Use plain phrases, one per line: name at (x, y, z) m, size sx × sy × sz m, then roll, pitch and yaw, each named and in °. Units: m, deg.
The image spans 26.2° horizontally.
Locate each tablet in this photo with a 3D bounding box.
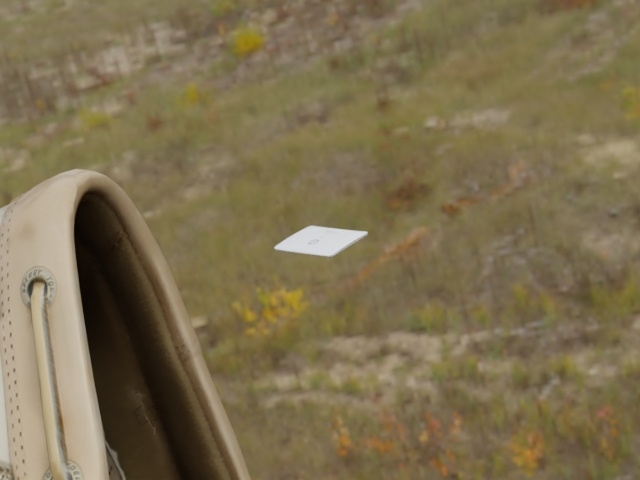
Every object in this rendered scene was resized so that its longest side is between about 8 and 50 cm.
tablet at (0.000, 0.000, 1.324) m, size 0.054 × 0.006 × 0.083 m, roll -31°, pitch 24°, yaw -36°

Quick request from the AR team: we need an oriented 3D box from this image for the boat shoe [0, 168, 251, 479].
boat shoe at (-0.045, 0.142, 0.439) m, size 0.110 × 0.341 × 0.122 m, roll -31°, pitch -9°, yaw 23°
